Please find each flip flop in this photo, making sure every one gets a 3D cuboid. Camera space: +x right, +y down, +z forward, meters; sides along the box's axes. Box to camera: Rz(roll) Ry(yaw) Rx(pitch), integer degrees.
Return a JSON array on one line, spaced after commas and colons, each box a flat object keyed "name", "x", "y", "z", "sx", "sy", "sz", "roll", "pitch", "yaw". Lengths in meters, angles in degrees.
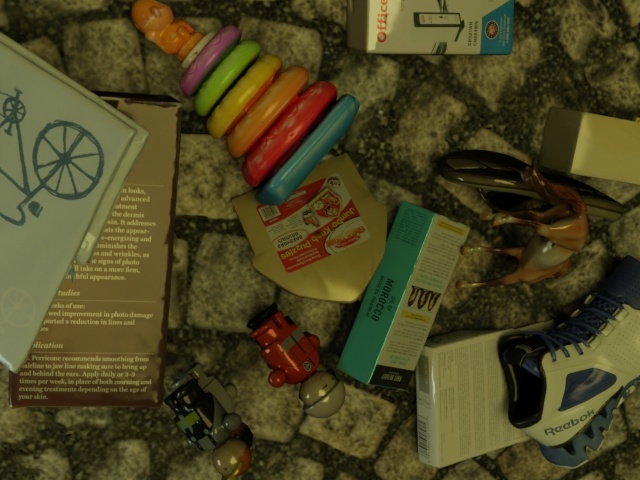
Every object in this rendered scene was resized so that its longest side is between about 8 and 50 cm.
[{"name": "flip flop", "x": 0.290, "y": -0.058, "z": 1.519, "sx": 0.277, "sy": 0.112, "sz": 0.080, "roll": 13, "pitch": 112, "yaw": -22}]

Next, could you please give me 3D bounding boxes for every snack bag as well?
[{"name": "snack bag", "x": -0.387, "y": -0.058, "z": 1.252, "sx": 0.323, "sy": 0.037, "sz": 0.343, "roll": 32, "pitch": 107, "yaw": 14}]

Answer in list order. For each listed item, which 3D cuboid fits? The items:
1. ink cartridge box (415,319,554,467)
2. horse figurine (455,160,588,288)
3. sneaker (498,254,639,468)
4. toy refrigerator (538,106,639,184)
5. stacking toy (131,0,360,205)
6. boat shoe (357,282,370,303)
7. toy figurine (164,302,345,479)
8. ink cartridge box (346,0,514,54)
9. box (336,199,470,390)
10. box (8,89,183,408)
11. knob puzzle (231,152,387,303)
[{"name": "ink cartridge box", "x": 0.240, "y": 0.214, "z": 1.589, "sx": 0.224, "sy": 0.056, "sz": 0.181, "roll": -11, "pitch": 104, "yaw": -32}, {"name": "horse figurine", "x": 0.285, "y": -0.001, "z": 1.460, "sx": 0.174, "sy": 0.263, "sz": 0.066, "roll": -1, "pitch": 57, "yaw": -11}, {"name": "sneaker", "x": 0.361, "y": 0.156, "z": 1.538, "sx": 0.182, "sy": 0.127, "sz": 0.316, "roll": 30, "pitch": 91, "yaw": -32}, {"name": "toy refrigerator", "x": 0.455, "y": -0.126, "z": 1.541, "sx": 0.269, "sy": 0.102, "sz": 0.094, "roll": 8, "pitch": 98, "yaw": -16}, {"name": "stacking toy", "x": -0.114, "y": -0.198, "z": 1.366, "sx": 0.302, "sy": 0.175, "sz": 0.166, "roll": 41, "pitch": 81, "yaw": -4}, {"name": "boat shoe", "x": 0.036, "y": 0.042, "z": 1.493, "sx": 0.135, "sy": 0.050, "sz": 0.045, "roll": 41, "pitch": 85, "yaw": -28}, {"name": "toy figurine", "x": -0.081, "y": 0.196, "z": 1.403, "sx": 0.209, "sy": 0.213, "sz": 0.148, "roll": -38, "pitch": 94, "yaw": -6}, {"name": "ink cartridge box", "x": 0.143, "y": -0.315, "z": 1.428, "sx": 0.203, "sy": 0.086, "sz": 0.148, "roll": -3, "pitch": 102, "yaw": -15}, {"name": "box", "x": 0.113, "y": 0.077, "z": 1.485, "sx": 0.100, "sy": 0.060, "sz": 0.244, "roll": 18, "pitch": 95, "yaw": -52}, {"name": "box", "x": -0.282, "y": 0.007, "z": 1.353, "sx": 0.191, "sy": 0.143, "sz": 0.382, "roll": 3, "pitch": 102, "yaw": -15}, {"name": "knob puzzle", "x": 0.000, "y": 0.000, "z": 1.441, "sx": 0.213, "sy": 0.030, "sz": 0.213, "roll": 0, "pitch": 67, "yaw": -1}]
